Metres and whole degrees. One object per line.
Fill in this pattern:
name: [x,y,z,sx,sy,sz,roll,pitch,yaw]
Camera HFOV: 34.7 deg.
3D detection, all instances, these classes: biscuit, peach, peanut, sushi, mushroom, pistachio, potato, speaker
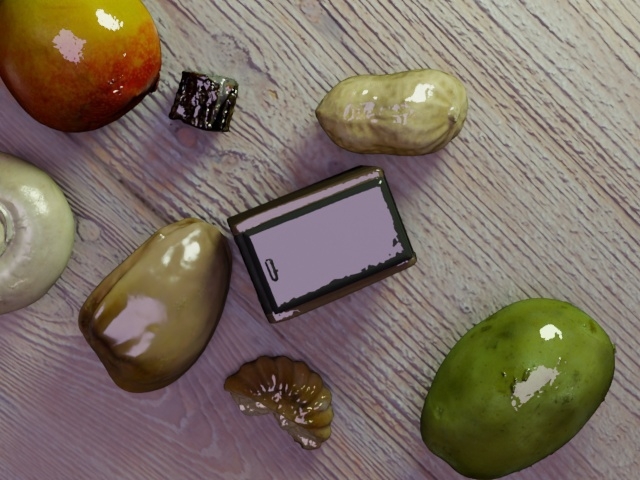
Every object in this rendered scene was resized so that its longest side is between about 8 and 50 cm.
biscuit: [-0.053,0.240,1.566,0.183,0.061,0.118,33,93,-5]
peach: [-0.334,-0.264,1.420,0.231,0.231,0.230,0,97,-3]
peanut: [0.105,-0.183,1.489,0.224,0.129,0.129,-6,97,0]
sushi: [-0.167,-0.202,1.487,0.094,0.098,0.084,15,93,0]
mushroom: [-0.481,-0.011,1.447,0.246,0.202,0.246,0,93,7]
pistachio: [-0.223,0.097,1.500,0.260,0.163,0.212,-45,137,-16]
potato: [0.288,0.218,1.509,0.216,0.216,0.304,41,105,-7]
speaker: [0.000,0.000,1.477,0.231,0.192,0.153,-22,96,-4]
